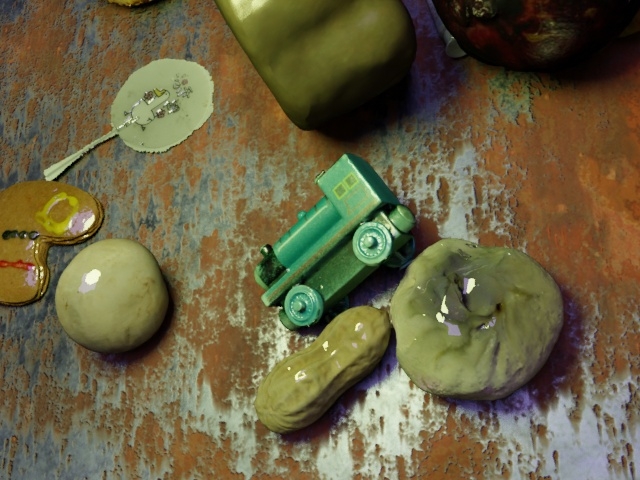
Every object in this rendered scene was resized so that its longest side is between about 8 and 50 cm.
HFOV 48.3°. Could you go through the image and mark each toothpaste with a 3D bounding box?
[{"bbox_3d":[0.245,-0.459,1.383,0.089,0.057,0.234,-11,61,7],"label":"toothpaste"}]

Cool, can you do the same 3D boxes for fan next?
[{"bbox_3d":[-0.411,-0.247,1.521,0.415,0.012,0.233,-30,63,1],"label":"fan"}]

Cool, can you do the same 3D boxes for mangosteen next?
[{"bbox_3d":[0.373,-0.460,1.187,0.381,0.421,0.380,6,98,45],"label":"mangosteen"}]

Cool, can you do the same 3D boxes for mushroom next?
[{"bbox_3d":[-0.385,0.090,1.282,0.209,0.206,0.206,29,80,24],"label":"mushroom"}]

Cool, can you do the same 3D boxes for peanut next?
[{"bbox_3d":[0.004,0.203,1.156,0.274,0.125,0.111,-43,64,-2],"label":"peanut"}]

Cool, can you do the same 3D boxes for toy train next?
[{"bbox_3d":[0.016,0.014,1.191,0.298,0.120,0.194,-43,69,20],"label":"toy train"}]

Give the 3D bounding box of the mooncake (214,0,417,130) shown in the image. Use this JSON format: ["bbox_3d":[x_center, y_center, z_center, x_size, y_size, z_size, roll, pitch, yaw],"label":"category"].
[{"bbox_3d":[-0.034,-0.425,1.242,0.262,0.467,0.467,-31,64,9],"label":"mooncake"}]

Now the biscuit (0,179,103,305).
[{"bbox_3d":[-0.591,0.005,1.457,0.262,0.052,0.277,11,73,21],"label":"biscuit"}]

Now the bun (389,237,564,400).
[{"bbox_3d":[0.232,0.117,1.100,0.273,0.168,0.272,-5,62,10],"label":"bun"}]

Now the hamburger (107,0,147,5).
[{"bbox_3d":[-0.425,-0.658,1.568,0.291,0.225,0.291,-10,65,21],"label":"hamburger"}]
